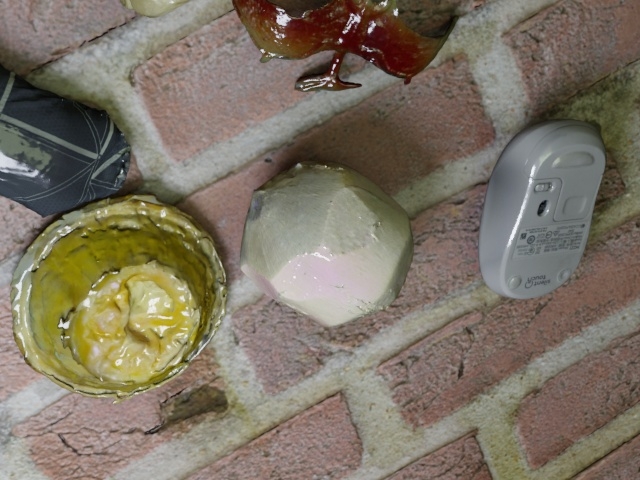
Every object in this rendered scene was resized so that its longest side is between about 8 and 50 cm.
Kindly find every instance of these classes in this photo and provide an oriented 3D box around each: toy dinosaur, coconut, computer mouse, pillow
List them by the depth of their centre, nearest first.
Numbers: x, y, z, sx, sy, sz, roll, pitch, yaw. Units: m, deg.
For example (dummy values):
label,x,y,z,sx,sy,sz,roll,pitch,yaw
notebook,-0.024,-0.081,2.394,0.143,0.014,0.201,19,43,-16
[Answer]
label,x,y,z,sx,sy,sz,roll,pitch,yaw
pillow,-0.396,-0.141,1.349,0.335,0.092,0.161,29,92,-28
toy dinosaur,0.046,-0.303,1.477,0.327,0.113,0.206,-12,138,-6
coconut,0.001,-0.002,1.481,0.230,0.227,0.227,33,94,-33
computer mouse,0.325,-0.056,1.648,0.184,0.121,0.296,-12,127,-27

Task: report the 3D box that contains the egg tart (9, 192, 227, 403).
label,x,y,z,sx,sy,sz,roll,pitch,yaw
egg tart,-0.264,0.090,1.465,0.315,0.120,0.314,-8,113,-21

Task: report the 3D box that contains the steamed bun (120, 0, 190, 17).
label,x,y,z,sx,sy,sz,roll,pitch,yaw
steamed bun,-0.184,-0.359,1.301,0.178,0.192,0.106,-31,132,1
